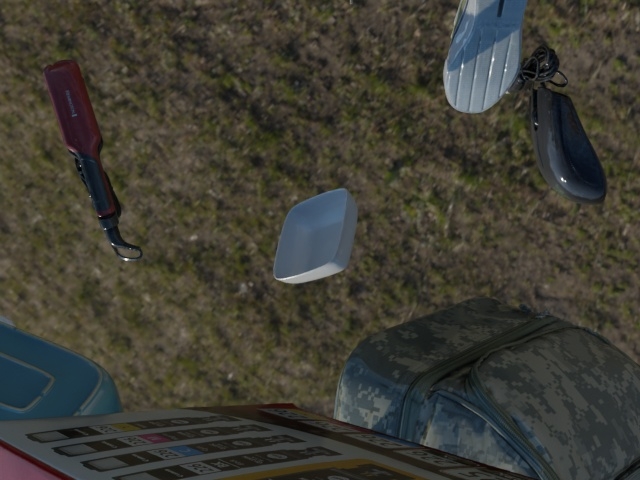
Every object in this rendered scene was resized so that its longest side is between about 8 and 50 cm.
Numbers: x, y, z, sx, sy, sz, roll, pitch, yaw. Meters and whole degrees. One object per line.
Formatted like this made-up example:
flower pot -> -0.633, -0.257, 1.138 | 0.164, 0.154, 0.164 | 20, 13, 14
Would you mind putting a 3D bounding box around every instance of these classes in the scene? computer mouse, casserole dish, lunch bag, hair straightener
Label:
computer mouse -> 0.375, -0.170, 1.455 | 0.272, 0.072, 0.188 | 64, 174, -2
casserole dish -> -0.203, 0.086, 0.518 | 0.188, 0.114, 0.037 | 19, 121, 9
lunch bag -> 0.196, 0.197, 0.898 | 0.256, 0.305, 0.213 | 21, 111, 39
hair straightener -> -0.247, -0.082, 0.993 | 0.089, 0.047, 0.230 | 137, 109, -79

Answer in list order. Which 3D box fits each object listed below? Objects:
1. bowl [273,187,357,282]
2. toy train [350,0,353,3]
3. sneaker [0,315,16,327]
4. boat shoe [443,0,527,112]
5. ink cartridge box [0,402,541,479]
bowl -> 0.000, 0.000, 1.355 | 0.142, 0.142, 0.053 | -18, 141, 41
toy train -> 0.085, -0.504, 1.365 | 0.143, 0.105, 0.248 | -14, 102, 6
sneaker -> -0.581, 0.222, 1.463 | 0.080, 0.212, 0.094 | 38, 148, 10
boat shoe -> 0.249, -0.319, 1.305 | 0.109, 0.094, 0.302 | 7, 141, -2
ink cartridge box -> -0.014, 0.159, 0.342 | 0.309, 0.271, 0.130 | 5, 89, 45
